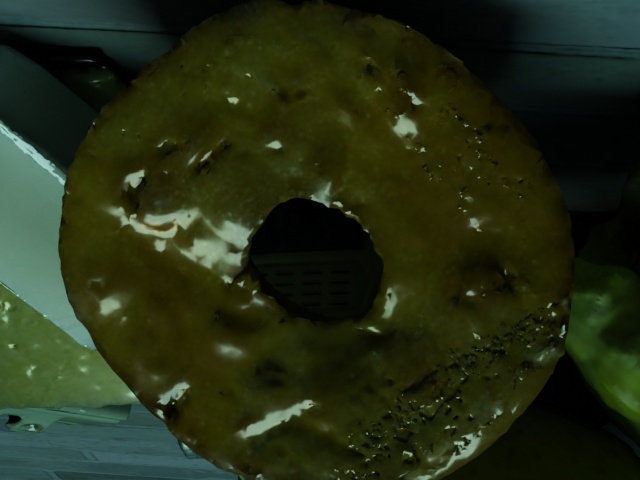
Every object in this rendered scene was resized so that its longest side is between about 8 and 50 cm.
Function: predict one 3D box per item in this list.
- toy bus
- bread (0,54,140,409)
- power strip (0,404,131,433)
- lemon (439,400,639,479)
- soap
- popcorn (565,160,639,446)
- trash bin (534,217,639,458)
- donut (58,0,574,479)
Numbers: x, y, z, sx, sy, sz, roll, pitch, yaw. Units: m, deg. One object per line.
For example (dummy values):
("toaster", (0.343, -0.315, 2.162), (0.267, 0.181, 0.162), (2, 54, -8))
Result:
("toy bus", (0.008, 0.087, 1.413), (0.177, 0.202, 0.365), (-3, 157, 8))
("bread", (-0.245, -0.040, 1.372), (0.346, 0.242, 0.405), (4, 132, 13))
("power strip", (-0.273, 0.141, 1.892), (0.257, 0.092, 0.251), (13, 162, -28))
("lemon", (0.110, 0.229, 1.178), (0.316, 0.285, 0.285), (-7, 169, -21))
("soap", (-0.160, -0.021, 1.163), (0.183, 0.064, 0.121), (40, 133, -23))
("popcorn", (0.273, 0.031, 1.156), (0.235, 0.250, 0.242), (42, 177, 20))
("trash bin", (0.257, 0.123, 1.479), (0.214, 0.214, 0.334), (-8, 158, 36))
("donut", (0.002, 0.002, 1.063), (0.278, 0.277, 0.108), (3, -168, 5))
